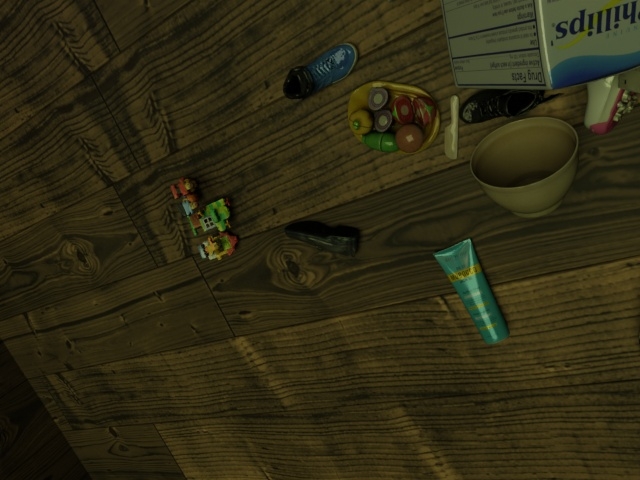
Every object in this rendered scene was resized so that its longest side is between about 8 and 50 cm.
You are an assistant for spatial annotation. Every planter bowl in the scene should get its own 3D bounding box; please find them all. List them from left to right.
[{"bbox_3d":[0.340,-0.107,0.845,0.162,0.162,0.109,-9,137,30],"label":"planter bowl"}]

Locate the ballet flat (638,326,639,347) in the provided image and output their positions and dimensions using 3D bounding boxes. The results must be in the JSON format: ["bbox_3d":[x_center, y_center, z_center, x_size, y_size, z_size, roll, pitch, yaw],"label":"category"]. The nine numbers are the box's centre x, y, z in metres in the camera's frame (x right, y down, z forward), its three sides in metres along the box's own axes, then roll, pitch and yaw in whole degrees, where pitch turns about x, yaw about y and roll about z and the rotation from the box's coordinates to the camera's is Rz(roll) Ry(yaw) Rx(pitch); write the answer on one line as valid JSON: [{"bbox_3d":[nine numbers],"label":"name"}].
[{"bbox_3d":[0.604,0.065,0.762,0.164,0.182,0.483,16,120,19],"label":"ballet flat"}]

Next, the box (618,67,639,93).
[{"bbox_3d":[0.530,-0.238,0.630,0.275,0.113,0.094,-6,113,-1],"label":"box"}]

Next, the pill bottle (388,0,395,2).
[{"bbox_3d":[0.090,-0.489,0.794,0.121,0.121,0.216,-26,100,34],"label":"pill bottle"}]

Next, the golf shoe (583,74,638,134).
[{"bbox_3d":[0.412,-0.310,0.739,0.140,0.115,0.306,24,123,35],"label":"golf shoe"}]

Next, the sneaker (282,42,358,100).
[{"bbox_3d":[-0.005,-0.307,0.953,0.152,0.084,0.058,-21,102,33],"label":"sneaker"}]

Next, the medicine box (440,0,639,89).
[{"bbox_3d":[0.268,-0.352,0.665,0.149,0.263,0.289,-18,109,-4],"label":"medicine box"}]

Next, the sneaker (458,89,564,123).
[{"bbox_3d":[0.299,-0.224,0.835,0.170,0.089,0.051,-13,107,31],"label":"sneaker"}]

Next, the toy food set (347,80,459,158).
[{"bbox_3d":[0.140,-0.212,0.933,0.218,0.071,0.128,14,119,21],"label":"toy food set"}]

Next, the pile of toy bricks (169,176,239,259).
[{"bbox_3d":[-0.255,-0.061,1.203,0.105,0.118,0.212,-23,93,1],"label":"pile of toy bricks"}]

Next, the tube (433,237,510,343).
[{"bbox_3d":[0.304,0.101,1.021,0.080,0.052,0.207,-26,93,24],"label":"tube"}]

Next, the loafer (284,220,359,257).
[{"bbox_3d":[0.000,0.000,1.117,0.170,0.062,0.061,11,123,24],"label":"loafer"}]
